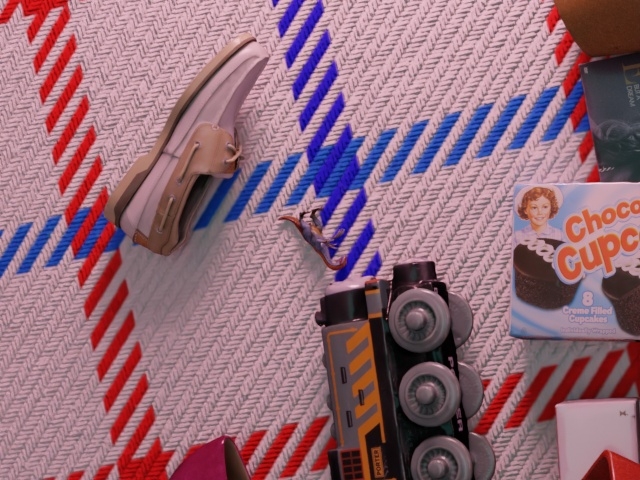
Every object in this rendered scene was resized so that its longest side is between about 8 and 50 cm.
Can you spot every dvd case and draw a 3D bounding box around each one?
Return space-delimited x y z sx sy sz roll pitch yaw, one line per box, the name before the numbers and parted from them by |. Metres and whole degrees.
dvd case | 0.436 -0.156 1.925 0.221 0.018 0.165 -11 84 11

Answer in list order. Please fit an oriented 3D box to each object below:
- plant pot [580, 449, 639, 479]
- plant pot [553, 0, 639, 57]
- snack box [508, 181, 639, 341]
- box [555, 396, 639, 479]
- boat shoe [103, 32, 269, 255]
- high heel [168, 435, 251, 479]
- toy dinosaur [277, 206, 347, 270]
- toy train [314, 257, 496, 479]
plant pot | 0.362 0.427 1.692 0.235 0.267 0.267 16 129 -13
plant pot | 0.402 -0.323 1.853 0.254 0.237 0.237 -25 82 24
snack box | 0.385 0.026 1.873 0.322 0.060 0.187 -1 82 22
box | 0.326 0.249 1.846 0.091 0.170 0.130 -4 85 13
boat shoe | -0.147 -0.117 2.007 0.103 0.113 0.302 39 105 10
high heel | -0.062 0.422 1.936 0.377 0.127 0.181 43 106 15
toy dinosaur | 0.000 0.000 2.010 0.090 0.047 0.082 -11 94 44
toy train | 0.094 0.193 1.923 0.190 0.142 0.334 -10 84 21
